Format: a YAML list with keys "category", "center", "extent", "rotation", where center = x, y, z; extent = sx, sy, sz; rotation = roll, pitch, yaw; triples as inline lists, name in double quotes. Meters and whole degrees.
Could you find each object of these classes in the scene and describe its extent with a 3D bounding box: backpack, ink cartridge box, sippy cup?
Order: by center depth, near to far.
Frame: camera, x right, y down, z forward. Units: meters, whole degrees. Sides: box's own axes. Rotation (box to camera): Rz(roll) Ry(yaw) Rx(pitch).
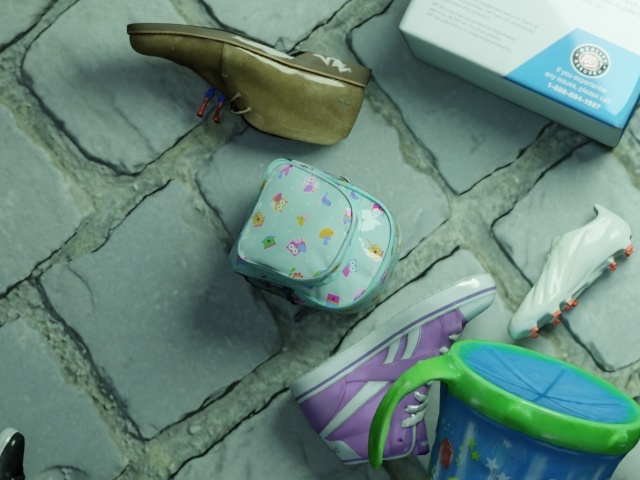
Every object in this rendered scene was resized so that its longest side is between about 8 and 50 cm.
- category: "sippy cup"
  center: [0.219, 0.258, 1.711]
  extent: [0.306, 0.240, 0.224]
  rotation: [24, 103, 22]
- category: "ink cartridge box"
  center: [0.310, -0.352, 1.801]
  extent: [0.285, 0.166, 0.394]
  rotation: [26, 89, 11]
- category: "backpack"
  center: [0.000, 0.000, 1.827]
  extent: [0.188, 0.144, 0.165]
  rotation: [23, 82, 8]

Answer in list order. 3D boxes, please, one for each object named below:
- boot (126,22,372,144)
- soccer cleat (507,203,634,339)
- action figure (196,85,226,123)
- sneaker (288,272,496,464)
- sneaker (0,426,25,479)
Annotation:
- category: "boot"
  center: [-0.098, -0.196, 1.867]
  extent: [0.305, 0.112, 0.115]
  rotation: [15, 97, -3]
- category: "soccer cleat"
  center: [0.288, 0.040, 1.815]
  extent: [0.196, 0.068, 0.076]
  rotation: [-42, 74, -5]
- category: "action figure"
  center: [-0.123, -0.207, 1.927]
  extent: [0.038, 0.030, 0.115]
  rotation: [20, 82, 6]
- category: "sneaker"
  center: [0.118, 0.164, 1.815]
  extent: [0.282, 0.102, 0.161]
  rotation: [-35, 82, 15]
- category: "sneaker"
  center: [-0.369, 0.349, 1.885]
  extent: [0.121, 0.079, 0.216]
  rotation: [17, 95, 8]
